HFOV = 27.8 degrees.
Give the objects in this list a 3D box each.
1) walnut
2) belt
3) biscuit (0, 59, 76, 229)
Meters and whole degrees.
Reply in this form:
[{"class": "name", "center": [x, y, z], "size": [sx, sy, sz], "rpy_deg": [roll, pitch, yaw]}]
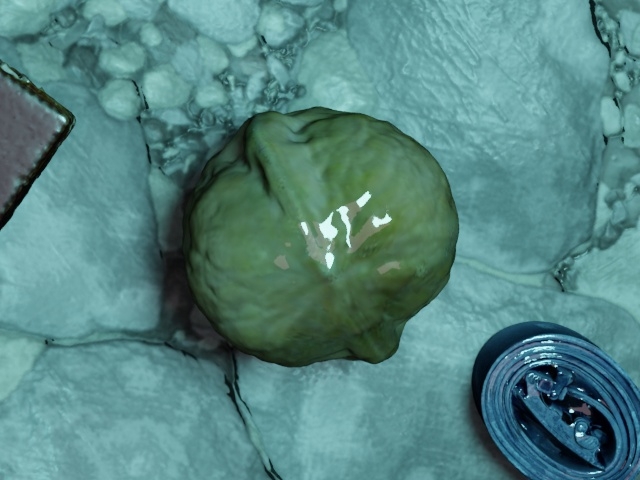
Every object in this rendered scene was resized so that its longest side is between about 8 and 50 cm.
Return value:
[{"class": "walnut", "center": [-0.001, -0.002, 1.139], "size": [0.248, 0.248, 0.248], "rpy_deg": [-1, 97, -7]}, {"class": "belt", "center": [0.237, 0.168, 1.260], "size": [0.141, 0.082, 0.190], "rpy_deg": [-44, 99, 6]}, {"class": "biscuit", "center": [-0.371, 0.013, 1.173], "size": [0.107, 0.073, 0.388], "rpy_deg": [35, 93, -9]}]
